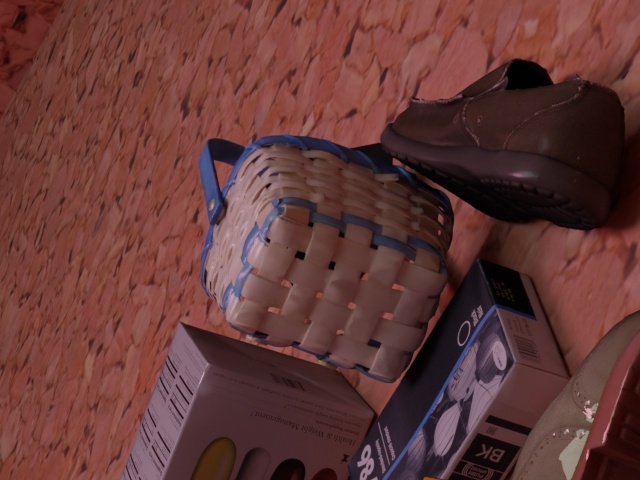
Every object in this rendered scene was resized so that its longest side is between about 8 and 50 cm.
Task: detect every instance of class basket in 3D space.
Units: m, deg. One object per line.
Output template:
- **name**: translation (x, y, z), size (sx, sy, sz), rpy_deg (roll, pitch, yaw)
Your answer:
- **basket**: translation (0.000, 0.000, 1.850), size (0.289, 0.255, 0.201), rpy_deg (-91, 23, -64)

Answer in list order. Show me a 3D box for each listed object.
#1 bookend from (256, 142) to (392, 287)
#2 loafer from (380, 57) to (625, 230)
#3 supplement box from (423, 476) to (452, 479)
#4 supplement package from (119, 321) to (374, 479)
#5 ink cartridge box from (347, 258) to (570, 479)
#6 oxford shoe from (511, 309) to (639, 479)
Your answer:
- **bookend**: translation (0.025, -0.021, 2.096), size (0.157, 0.156, 0.072), rpy_deg (-11, 50, 16)
- **loafer**: translation (0.179, -0.094, 1.745), size (0.130, 0.134, 0.366), rpy_deg (-62, 25, -4)
- **supplement box**: translation (0.119, 0.298, 1.554), size (0.081, 0.104, 0.188), rpy_deg (-5, 68, 69)
- **supplement package**: translation (-0.083, 0.224, 2.011), size (0.203, 0.194, 0.149), rpy_deg (-69, 20, 9)
- **ink cartridge box**: translation (0.105, 0.194, 1.745), size (0.332, 0.065, 0.165), rpy_deg (-62, 23, 26)
- **oxford shoe**: translation (0.187, 0.229, 1.402), size (0.397, 0.140, 0.146), rpy_deg (-58, 14, -4)
